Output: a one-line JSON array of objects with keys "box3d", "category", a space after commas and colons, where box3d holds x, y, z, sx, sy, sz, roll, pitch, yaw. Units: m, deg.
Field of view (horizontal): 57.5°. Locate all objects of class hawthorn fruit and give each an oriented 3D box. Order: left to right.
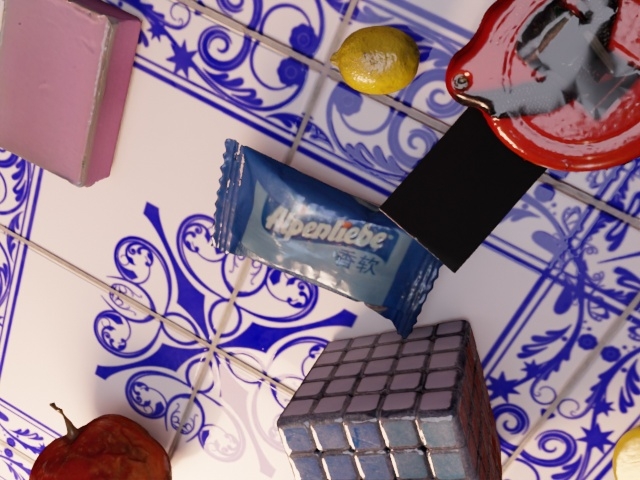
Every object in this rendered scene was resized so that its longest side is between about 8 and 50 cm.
[{"box3d": [-0.402, 0.400, 1.027, 0.242, 0.242, 0.271, -33, 89, 25], "category": "hawthorn fruit"}]

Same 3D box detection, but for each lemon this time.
[{"box3d": [0.067, -0.221, 0.718, 0.111, 0.082, 0.082, 4, 110, 13], "category": "lemon"}]

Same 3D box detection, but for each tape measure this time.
[{"box3d": [0.284, -0.205, 0.635, 0.260, 0.114, 0.253, 38, 117, 2], "category": "tape measure"}]

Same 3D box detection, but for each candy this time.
[{"box3d": [0.000, 0.000, 0.801, 0.331, 0.077, 0.187, 21, 119, 7], "category": "candy"}]

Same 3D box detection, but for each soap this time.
[{"box3d": [-0.379, -0.231, 0.860, 0.181, 0.081, 0.259, 25, 116, 9], "category": "soap"}]

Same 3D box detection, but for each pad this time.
[{"box3d": [0.183, -0.070, 0.734, 0.127, 0.004, 0.190, 41, 90, 0], "category": "pad"}]

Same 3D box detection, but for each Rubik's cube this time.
[{"box3d": [0.109, 0.274, 0.799, 0.237, 0.238, 0.237, -14, 103, 22], "category": "Rubik's cube"}]

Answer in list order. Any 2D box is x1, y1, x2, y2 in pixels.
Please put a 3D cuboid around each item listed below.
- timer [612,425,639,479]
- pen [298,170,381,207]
[{"box3d": [0.558, 0.362, 0.653, 0.376, 0.376, 0.387, 42, 139, 0], "category": "timer"}, {"box3d": [0.029, -0.057, 0.816, 0.233, 0.032, 0.040, 19, 137, 10], "category": "pen"}]
